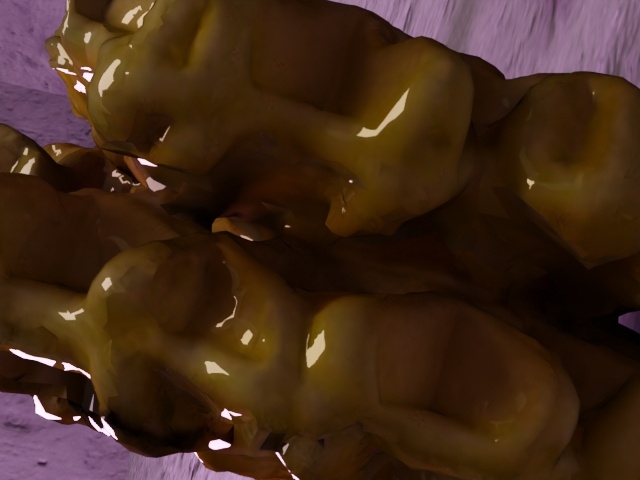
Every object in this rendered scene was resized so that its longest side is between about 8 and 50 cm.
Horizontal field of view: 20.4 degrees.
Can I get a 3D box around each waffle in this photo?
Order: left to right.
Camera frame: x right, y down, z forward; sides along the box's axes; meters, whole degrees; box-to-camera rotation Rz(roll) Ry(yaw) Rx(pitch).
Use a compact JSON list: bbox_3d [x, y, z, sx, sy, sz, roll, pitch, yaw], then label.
[{"bbox_3d":[0.000,0.000,0.591,0.324,0.261,0.151,-145,75,-78],"label":"waffle"}]
